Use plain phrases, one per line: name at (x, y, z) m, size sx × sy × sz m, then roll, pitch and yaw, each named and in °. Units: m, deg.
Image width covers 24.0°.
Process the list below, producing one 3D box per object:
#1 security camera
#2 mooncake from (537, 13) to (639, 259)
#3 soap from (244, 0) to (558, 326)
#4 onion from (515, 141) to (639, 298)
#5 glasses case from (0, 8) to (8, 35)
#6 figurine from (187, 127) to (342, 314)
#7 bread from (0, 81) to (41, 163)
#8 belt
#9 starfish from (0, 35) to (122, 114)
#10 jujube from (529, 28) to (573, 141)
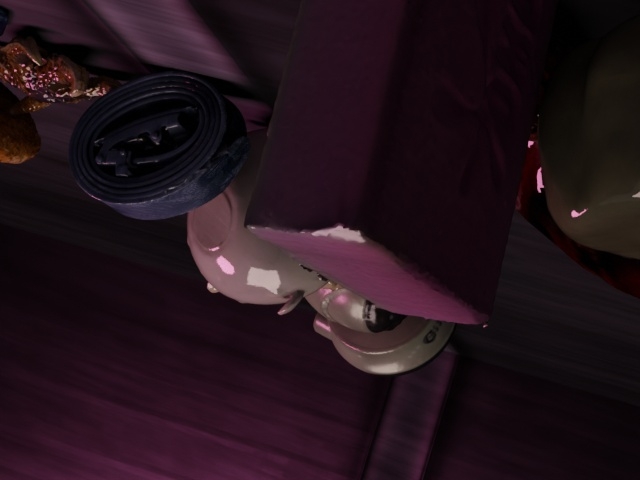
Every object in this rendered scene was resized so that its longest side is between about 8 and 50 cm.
security camera at (0.073, 0.063, 2.098) m, size 0.191 × 0.197 × 0.277 m, roll 28°, pitch 168°, yaw 30°
mooncake at (0.261, -0.066, 0.889) m, size 0.275 × 0.135 × 0.275 m, roll -3°, pitch 173°, yaw 0°
soap at (0.059, -0.099, 0.841) m, size 0.081 × 0.259 × 0.181 m, roll 8°, pitch 166°, yaw 30°
onion at (0.266, -0.020, 1.288) m, size 0.280 × 0.146 × 0.314 m, roll 9°, pitch 172°, yaw 19°
glasses case at (-0.349, -0.229, 1.589) m, size 0.033 × 0.023 × 0.083 m, roll 22°, pitch 171°, yaw -13°
figurine at (0.000, 0.000, 1.787) m, size 0.394 × 0.226 × 0.274 m, roll 6°, pitch 152°, yaw -45°
bread at (-0.422, -0.165, 1.834) m, size 0.193 × 0.064 × 0.193 m, roll 38°, pitch -171°, yaw -8°
belt at (-0.169, -0.101, 1.608) m, size 0.190 × 0.141 × 0.082 m, roll -19°, pitch 162°, yaw 14°
starfish at (-0.322, -0.184, 1.706) m, size 0.216 × 0.071 × 0.238 m, roll 24°, pitch 163°, yaw -6°
jujube at (0.135, -0.120, 1.093) m, size 0.104 × 0.104 × 0.166 m, roll 13°, pitch 180°, yaw 29°
